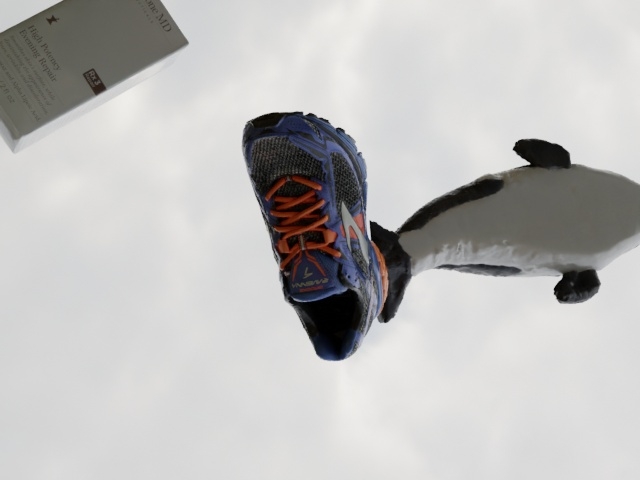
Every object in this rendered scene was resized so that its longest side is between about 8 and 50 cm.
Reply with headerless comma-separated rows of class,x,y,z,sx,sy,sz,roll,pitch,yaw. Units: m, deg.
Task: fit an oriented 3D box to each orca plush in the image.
orca plush,0.160,0.010,1.077,0.287,0.102,0.151,-27,-100,-27

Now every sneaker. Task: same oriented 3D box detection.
sneaker,0.000,0.000,0.881,0.083,0.221,0.087,-10,-140,18

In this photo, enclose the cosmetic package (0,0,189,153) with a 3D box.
cosmetic package,-0.277,-0.207,1.378,0.231,0.117,0.085,-36,-176,-24
